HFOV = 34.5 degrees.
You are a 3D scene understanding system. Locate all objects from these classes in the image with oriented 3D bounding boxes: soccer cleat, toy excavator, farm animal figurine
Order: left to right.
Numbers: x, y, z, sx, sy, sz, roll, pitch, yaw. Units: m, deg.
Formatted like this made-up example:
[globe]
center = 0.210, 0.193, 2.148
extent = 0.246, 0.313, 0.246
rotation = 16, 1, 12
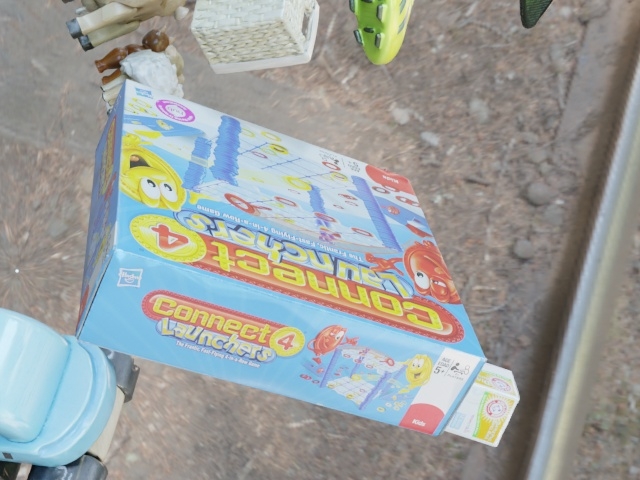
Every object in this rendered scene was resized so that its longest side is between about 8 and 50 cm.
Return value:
[toy excavator]
center = -0.519, 0.165, 1.412
extent = 0.433, 0.445, 0.222
rotation = 3, 57, 18
[farm animal figurine]
center = -0.249, -0.337, 1.311
extent = 0.172, 0.327, 0.330
rotation = -23, 111, -4
[soccer cleat]
center = 0.108, -0.375, 1.352
extent = 0.121, 0.093, 0.289
rotation = -1, 96, -30

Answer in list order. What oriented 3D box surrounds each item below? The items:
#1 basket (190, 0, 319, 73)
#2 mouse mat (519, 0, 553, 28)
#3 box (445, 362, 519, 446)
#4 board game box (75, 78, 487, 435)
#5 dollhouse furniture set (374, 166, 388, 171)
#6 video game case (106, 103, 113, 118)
[basket]
center = -0.100, -0.329, 1.537
extent = 0.167, 0.103, 0.113
rotation = -4, 62, 22
[mouse mat]
center = 0.147, -0.215, 0.511
extent = 0.007, 0.152, 0.189
rotation = 29, 70, 27
[box]
center = 0.243, 0.276, 1.872
extent = 0.203, 0.103, 0.114
rotation = 19, 111, -6
[board game box]
center = -0.042, 0.005, 0.892
extent = 0.308, 0.302, 0.086
rotation = 18, 117, -19
[dollhouse furniture set]
center = 0.000, 0.000, 1.287
extent = 0.129, 0.129, 0.183
rotation = -2, 93, -32
[video game case]
center = -0.254, -0.112, 1.605
extent = 0.173, 0.190, 0.022
rotation = 28, 51, 25
